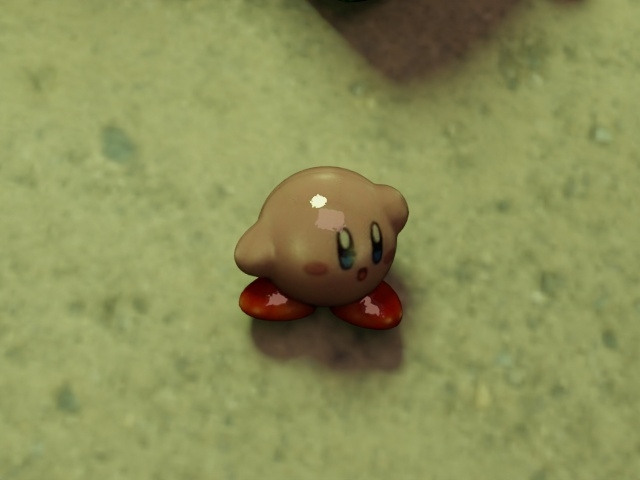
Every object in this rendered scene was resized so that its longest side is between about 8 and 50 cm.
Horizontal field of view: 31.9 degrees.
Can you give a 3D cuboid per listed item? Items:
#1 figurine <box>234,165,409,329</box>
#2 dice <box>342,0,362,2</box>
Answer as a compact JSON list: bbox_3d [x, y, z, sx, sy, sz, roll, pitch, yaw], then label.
[{"bbox_3d":[0.000,0.000,0.532,0.083,0.071,0.067,-4,30,-15],"label":"figurine"},{"bbox_3d":[0.025,-0.214,0.579,0.131,0.120,0.128,-36,77,-17],"label":"dice"}]
